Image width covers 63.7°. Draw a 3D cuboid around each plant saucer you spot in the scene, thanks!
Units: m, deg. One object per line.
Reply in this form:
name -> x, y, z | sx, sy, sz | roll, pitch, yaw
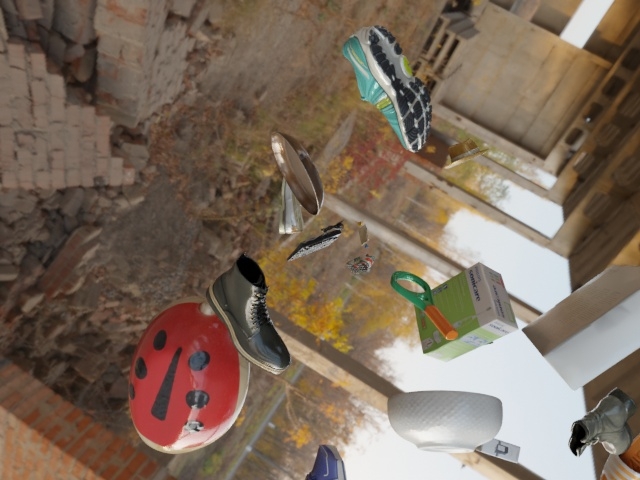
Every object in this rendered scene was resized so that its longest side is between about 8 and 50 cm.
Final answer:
plant saucer -> -0.070, -0.228, 1.716 | 0.050, 0.310, 0.310 | -29, 164, -14

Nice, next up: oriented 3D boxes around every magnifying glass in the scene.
magnifying glass -> 0.228, 0.136, 1.132 | 0.231, 0.092, 0.026 | -126, -133, -55

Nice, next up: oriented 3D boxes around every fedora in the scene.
fedora -> 0.549, -0.342, 1.979 | 0.195, 0.079, 0.194 | -22, -178, 1

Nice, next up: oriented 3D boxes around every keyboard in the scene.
keyboard -> 0.000, 0.000, 2.173 | 0.201, 0.033, 0.317 | -48, 166, 31

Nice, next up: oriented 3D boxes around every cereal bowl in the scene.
cereal bowl -> 0.365, 0.543, 1.515 | 0.339, 0.340, 0.141 | 107, -13, -63

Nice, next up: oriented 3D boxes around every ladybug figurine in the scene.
ladybug figurine -> -0.336, 0.341, 1.247 | 0.162, 0.305, 0.448 | -39, 149, -66

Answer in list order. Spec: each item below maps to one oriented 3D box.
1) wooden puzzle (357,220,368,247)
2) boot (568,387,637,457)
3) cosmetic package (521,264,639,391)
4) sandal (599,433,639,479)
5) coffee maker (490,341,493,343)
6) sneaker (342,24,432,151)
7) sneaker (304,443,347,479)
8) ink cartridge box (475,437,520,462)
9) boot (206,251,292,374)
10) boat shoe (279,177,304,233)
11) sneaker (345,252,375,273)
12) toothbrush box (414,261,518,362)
wooden puzzle -> 0.168, -0.023, 1.992 | 0.078, 0.014, 0.116 | 141, -55, -68
boot -> 0.654, 0.462, 1.227 | 0.161, 0.083, 0.246 | -29, 129, -10
cosmetic package -> 0.611, 0.175, 1.142 | 0.284, 0.097, 0.377 | -42, 169, 11
sandal -> 0.799, 0.566, 1.325 | 0.265, 0.076, 0.102 | -57, -151, 4
coffee maker -> 0.565, 0.311, 1.929 | 0.120, 0.178, 0.171 | -17, 164, 10
sneaker -> 0.142, -0.306, 1.057 | 0.107, 0.275, 0.110 | -46, -153, -27
sneaker -> -0.042, 0.674, 1.267 | 0.127, 0.183, 0.315 | 173, -75, -78
ink cartridge box -> 0.659, 0.783, 1.955 | 0.109, 0.151, 0.063 | 121, -13, -76
boot -> -0.102, 0.124, 0.855 | 0.077, 0.198, 0.137 | -42, 178, -43
boat shoe -> -0.113, -0.171, 2.140 | 0.113, 0.104, 0.301 | 103, -11, -75
sneaker -> 0.170, 0.091, 2.128 | 0.075, 0.057, 0.161 | -44, -167, -22
toothbrush box -> 0.451, 0.233, 1.640 | 0.283, 0.122, 0.206 | -40, -140, 36
